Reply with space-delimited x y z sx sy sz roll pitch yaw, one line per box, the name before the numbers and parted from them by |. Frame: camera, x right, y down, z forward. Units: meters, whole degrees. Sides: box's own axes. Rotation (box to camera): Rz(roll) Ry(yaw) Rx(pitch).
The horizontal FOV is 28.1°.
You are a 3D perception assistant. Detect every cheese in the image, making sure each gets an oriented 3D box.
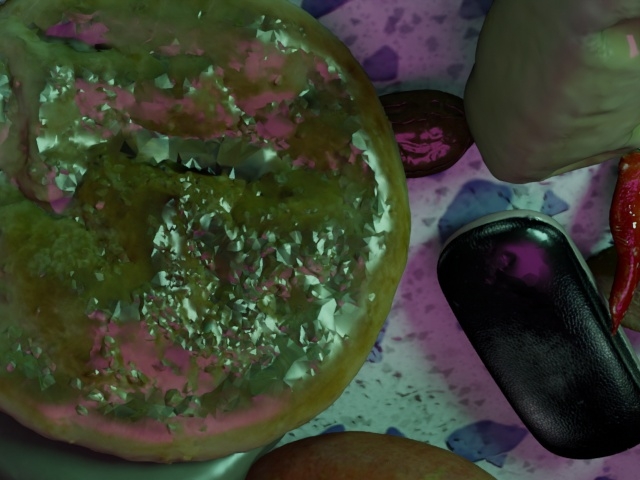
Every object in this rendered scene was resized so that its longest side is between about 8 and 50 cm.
cheese | 0.267 -0.157 0.907 0.351 0.130 0.328 -13 161 -24

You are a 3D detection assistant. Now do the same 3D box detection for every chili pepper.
chili pepper | 0.265 -0.003 1.095 0.045 0.027 0.178 0 99 -52

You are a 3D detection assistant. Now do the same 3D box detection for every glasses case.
glasses case | 0.210 0.094 1.162 0.122 0.075 0.314 -20 126 23

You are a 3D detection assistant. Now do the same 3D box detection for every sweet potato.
sweet potato | 0.013 -0.087 1.027 0.233 0.062 0.081 3 109 -6

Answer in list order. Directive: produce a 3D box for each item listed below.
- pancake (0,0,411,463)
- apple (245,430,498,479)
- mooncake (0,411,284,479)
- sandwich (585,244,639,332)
pancake | -0.116 -0.023 0.934 0.387 0.082 0.387 1 84 -10
apple | 0.057 0.358 1.168 0.364 0.364 0.364 -4 125 -5
mooncake | -0.154 0.111 1.027 0.275 0.275 0.135 4 156 -11
sandwich | 0.359 0.026 1.133 0.244 0.088 0.090 -23 124 8
